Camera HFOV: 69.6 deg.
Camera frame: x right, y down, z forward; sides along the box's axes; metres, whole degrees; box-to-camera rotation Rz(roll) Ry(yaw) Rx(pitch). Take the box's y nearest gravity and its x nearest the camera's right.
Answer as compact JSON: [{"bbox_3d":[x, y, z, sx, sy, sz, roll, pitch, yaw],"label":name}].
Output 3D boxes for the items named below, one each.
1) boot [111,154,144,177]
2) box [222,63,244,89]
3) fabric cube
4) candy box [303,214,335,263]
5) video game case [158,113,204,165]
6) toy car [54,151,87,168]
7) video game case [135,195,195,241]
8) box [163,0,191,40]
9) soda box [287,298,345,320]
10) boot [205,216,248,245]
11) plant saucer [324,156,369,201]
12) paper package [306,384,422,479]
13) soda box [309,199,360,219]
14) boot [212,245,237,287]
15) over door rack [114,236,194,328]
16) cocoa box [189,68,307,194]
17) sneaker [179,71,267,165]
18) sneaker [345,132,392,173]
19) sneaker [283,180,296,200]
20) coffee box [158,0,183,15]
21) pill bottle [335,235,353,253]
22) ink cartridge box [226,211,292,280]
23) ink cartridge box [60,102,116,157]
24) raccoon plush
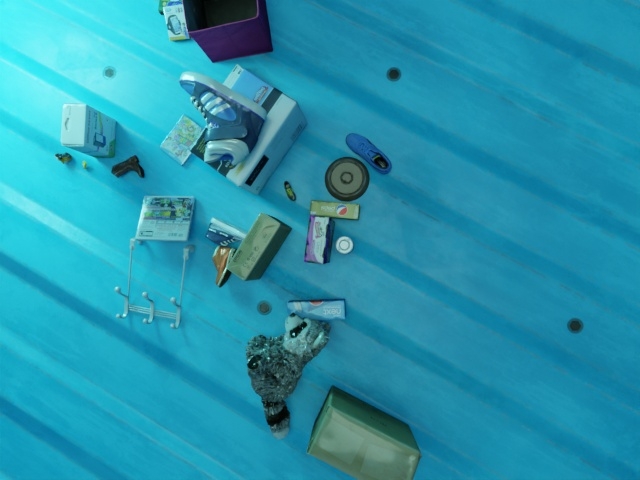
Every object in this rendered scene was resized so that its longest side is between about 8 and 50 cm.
[{"bbox_3d":[-0.751,-0.265,1.790,0.114,0.037,0.106,-27,73,1],"label":"boot"},{"bbox_3d":[-0.331,-0.553,1.756,0.114,0.036,0.207,37,92,6],"label":"box"},{"bbox_3d":[-0.329,-0.830,1.654,0.259,0.258,0.254,-9,87,6],"label":"fabric cube"},{"bbox_3d":[0.000,0.000,1.608,0.071,0.233,0.159,7,90,6],"label":"candy box"},{"bbox_3d":[-0.532,-0.389,1.782,0.119,0.015,0.166,38,93,5],"label":"video game case"},{"bbox_3d":[-0.982,-0.305,1.808,0.122,0.060,0.040,28,123,12],"label":"toy car"},{"bbox_3d":[-0.587,-0.084,1.748,0.201,0.023,0.183,1,69,6],"label":"video game case"},{"bbox_3d":[-0.551,-0.843,1.765,0.081,0.028,0.136,-4,113,7],"label":"box"},{"bbox_3d":[-0.014,0.254,1.686,0.210,0.067,0.071,-3,88,5],"label":"soda box"},{"bbox_3d":[-0.340,-0.012,1.733,0.190,0.069,0.086,26,98,14],"label":"boot"},{"bbox_3d":[0.098,-0.230,1.708,0.169,0.029,0.168,0,89,7],"label":"plant saucer"},{"bbox_3d":[0.141,0.660,1.536,0.325,0.309,0.168,25,87,5],"label":"paper package"},{"bbox_3d":[0.054,-0.111,1.691,0.181,0.061,0.058,6,89,6],"label":"soda box"},{"bbox_3d":[-0.376,0.096,1.735,0.085,0.059,0.157,16,82,9],"label":"boot"},{"bbox_3d":[-0.632,0.157,1.732,0.240,0.108,0.324,10,89,5],"label":"over door rack"},{"bbox_3d":[-0.249,-0.375,1.644,0.228,0.231,0.347,35,92,8],"label":"cocoa box"},{"bbox_3d":[-0.354,-0.375,1.475,0.323,0.130,0.236,27,87,5],"label":"sneaker"},{"bbox_3d":[0.177,-0.324,1.677,0.209,0.082,0.069,42,95,7],"label":"sneaker"},{"bbox_3d":[-0.119,-0.186,1.724,0.031,0.035,0.083,-27,86,5],"label":"sneaker"},{"bbox_3d":[-0.560,-0.968,1.788,0.113,0.040,0.184,7,89,4],"label":"coffee box"},{"bbox_3d":[0.089,0.017,1.657,0.065,0.116,0.065,0,89,6],"label":"pill bottle"},{"bbox_3d":[-0.215,0.024,1.649,0.088,0.193,0.234,32,91,8],"label":"ink cartridge box"},{"bbox_3d":[-0.860,-0.405,1.717,0.093,0.212,0.154,2,88,6],"label":"ink cartridge box"},{"bbox_3d":[-0.076,0.469,1.650,0.299,0.216,0.446,-14,116,3],"label":"raccoon plush"}]
